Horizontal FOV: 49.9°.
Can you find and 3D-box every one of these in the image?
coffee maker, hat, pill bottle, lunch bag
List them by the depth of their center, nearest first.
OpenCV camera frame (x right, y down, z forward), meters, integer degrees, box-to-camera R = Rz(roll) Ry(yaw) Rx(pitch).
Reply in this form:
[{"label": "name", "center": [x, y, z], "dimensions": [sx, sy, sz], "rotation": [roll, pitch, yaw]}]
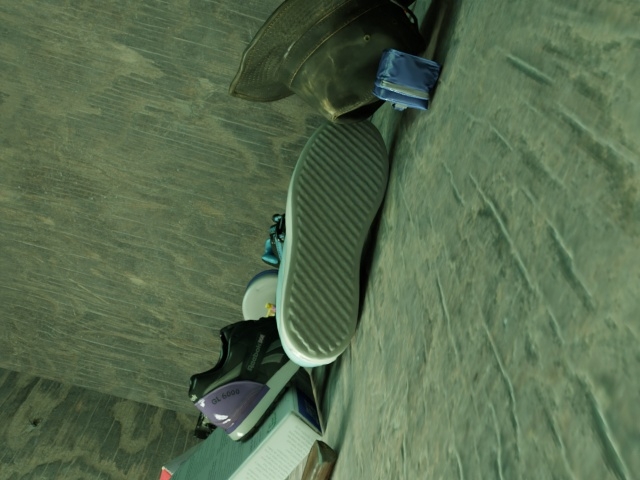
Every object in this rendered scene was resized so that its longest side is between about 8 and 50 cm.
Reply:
[{"label": "lunch bag", "center": [0.099, -0.188, 0.822], "dimensions": [0.098, 0.067, 0.065], "rotation": [-90, 16, -76]}, {"label": "hat", "center": [0.043, -0.236, 0.927], "dimensions": [0.331, 0.134, 0.331], "rotation": [-32, -4, -3]}, {"label": "coffee maker", "center": [-0.210, 0.448, 1.692], "dimensions": [0.171, 0.178, 0.120], "rotation": [121, 166, -65]}, {"label": "pill bottle", "center": [-0.117, 0.151, 1.732], "dimensions": [0.272, 0.152, 0.152], "rotation": [-144, 70, -85]}]

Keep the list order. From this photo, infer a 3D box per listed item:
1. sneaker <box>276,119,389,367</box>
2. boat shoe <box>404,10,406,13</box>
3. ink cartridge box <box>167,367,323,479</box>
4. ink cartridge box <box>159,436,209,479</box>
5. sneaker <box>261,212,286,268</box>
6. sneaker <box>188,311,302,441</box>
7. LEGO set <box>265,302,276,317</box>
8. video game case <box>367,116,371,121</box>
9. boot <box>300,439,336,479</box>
[{"label": "sneaker", "center": [0.000, 0.000, 0.973], "dimensions": [0.150, 0.135, 0.366], "rotation": [125, 160, -67]}, {"label": "boat shoe", "center": [0.127, -0.366, 1.214], "dimensions": [0.043, 0.049, 0.137], "rotation": [53, 143, 26]}, {"label": "ink cartridge box", "center": [-0.136, 0.347, 1.056], "dimensions": [0.330, 0.071, 0.324], "rotation": [-48, 6, 1]}, {"label": "ink cartridge box", "center": [-0.245, 0.554, 1.336], "dimensions": [0.272, 0.130, 0.310], "rotation": [-19, -46, -54]}, {"label": "sneaker", "center": [-0.028, -0.005, 1.267], "dimensions": [0.341, 0.139, 0.125], "rotation": [117, 169, -62]}, {"label": "sneaker", "center": [-0.078, 0.146, 1.022], "dimensions": [0.283, 0.124, 0.107], "rotation": [-51, 6, -24]}, {"label": "LEGO set", "center": [-0.078, 0.248, 1.515], "dimensions": [0.132, 0.107, 0.287], "rotation": [-12, -61, -56]}, {"label": "video game case", "center": [0.087, -0.243, 1.439], "dimensions": [0.166, 0.015, 0.119], "rotation": [110, 174, -46]}, {"label": "boot", "center": [-0.014, 0.279, 0.817], "dimensions": [0.106, 0.037, 0.114], "rotation": [-144, 66, -71]}]
